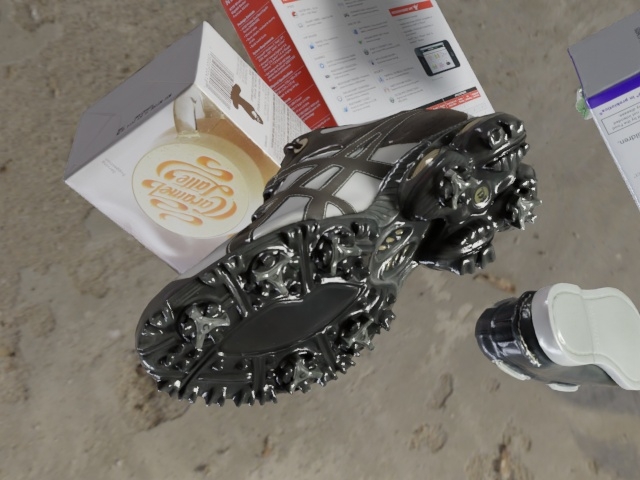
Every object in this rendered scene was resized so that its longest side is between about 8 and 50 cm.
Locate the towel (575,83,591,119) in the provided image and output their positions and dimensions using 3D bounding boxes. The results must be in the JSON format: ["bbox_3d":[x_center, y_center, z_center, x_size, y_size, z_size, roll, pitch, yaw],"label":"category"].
[{"bbox_3d":[0.432,-0.275,1.179,0.038,0.248,0.325,46,102,8],"label":"towel"}]

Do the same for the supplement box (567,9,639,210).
[{"bbox_3d":[0.298,-0.071,0.788,0.114,0.111,0.220,-27,115,20],"label":"supplement box"}]

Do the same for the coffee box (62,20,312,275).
[{"bbox_3d":[-0.067,-0.037,0.816,0.141,0.098,0.246,-30,125,23],"label":"coffee box"}]

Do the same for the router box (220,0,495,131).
[{"bbox_3d":[0.067,-0.245,1.359,0.082,0.335,0.301,-30,86,44],"label":"router box"}]

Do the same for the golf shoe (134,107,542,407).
[{"bbox_3d":[0.000,0.000,0.429,0.094,0.198,0.077,31,141,48],"label":"golf shoe"}]

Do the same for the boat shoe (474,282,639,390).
[{"bbox_3d":[0.269,0.105,1.057,0.091,0.303,0.114,-16,65,34],"label":"boat shoe"}]
